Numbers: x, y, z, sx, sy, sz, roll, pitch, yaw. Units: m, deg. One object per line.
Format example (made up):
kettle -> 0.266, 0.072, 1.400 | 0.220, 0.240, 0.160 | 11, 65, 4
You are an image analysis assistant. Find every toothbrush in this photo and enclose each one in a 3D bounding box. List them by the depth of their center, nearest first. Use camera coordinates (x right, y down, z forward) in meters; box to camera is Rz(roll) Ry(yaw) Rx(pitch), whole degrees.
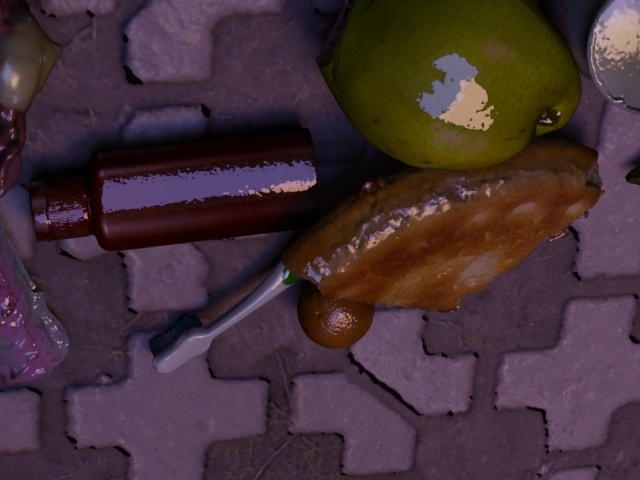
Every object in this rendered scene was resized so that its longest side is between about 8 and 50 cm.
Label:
toothbrush -> 0.002, 0.003, 1.346 | 0.418, 0.040, 0.042 | -35, 131, 9

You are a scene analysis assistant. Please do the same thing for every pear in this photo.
pear -> 0.116, -0.149, 1.190 | 0.220, 0.187, 0.187 | 28, 112, -6

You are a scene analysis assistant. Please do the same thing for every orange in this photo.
orange -> 0.017, 0.068, 1.370 | 0.085, 0.085, 0.085 | -6, 122, -9

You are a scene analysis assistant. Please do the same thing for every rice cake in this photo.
rice cake -> -0.303, 0.016, 1.278 | 0.081, 0.051, 0.290 | -13, 123, -3

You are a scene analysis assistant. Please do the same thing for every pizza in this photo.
pizza -> 0.117, -0.009, 1.326 | 0.335, 0.086, 0.226 | -20, 150, -15

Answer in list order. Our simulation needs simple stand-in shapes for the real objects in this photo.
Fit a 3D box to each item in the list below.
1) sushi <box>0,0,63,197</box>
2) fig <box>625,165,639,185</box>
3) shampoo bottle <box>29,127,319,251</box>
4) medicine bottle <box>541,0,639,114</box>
sushi -> -0.323, -0.148, 1.081 | 0.236, 0.171, 0.270 | 5, 104, -9
fig -> 0.381, -0.067, 1.364 | 0.155, 0.109, 0.103 | 7, 146, 14
shampoo bottle -> -0.134, -0.044, 1.273 | 0.260, 0.064, 0.102 | -6, 123, -8
medicine bottle -> 0.282, -0.201, 1.226 | 0.147, 0.143, 0.147 | -5, 122, -8
